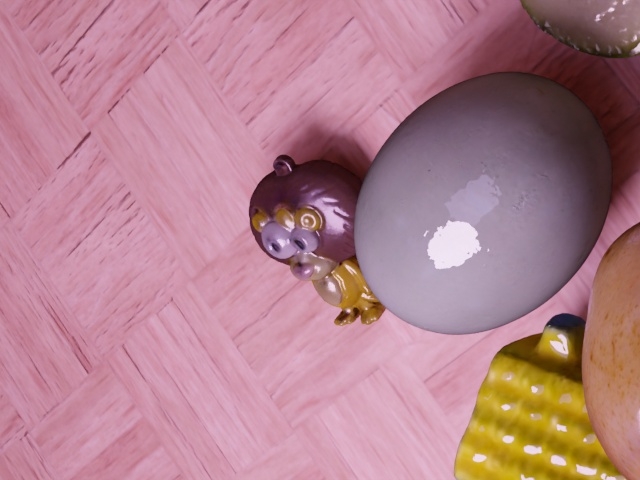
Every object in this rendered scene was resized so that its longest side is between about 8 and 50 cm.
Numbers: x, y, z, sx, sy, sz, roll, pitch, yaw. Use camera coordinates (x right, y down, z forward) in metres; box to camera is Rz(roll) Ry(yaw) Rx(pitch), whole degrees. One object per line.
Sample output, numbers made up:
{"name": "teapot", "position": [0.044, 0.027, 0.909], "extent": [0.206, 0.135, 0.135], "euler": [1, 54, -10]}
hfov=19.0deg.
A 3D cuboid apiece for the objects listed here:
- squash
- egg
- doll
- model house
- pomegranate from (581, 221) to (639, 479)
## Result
{"name": "squash", "position": [0.242, -0.263, 1.595], "extent": [0.219, 0.041, 0.219], "euler": [17, 119, 34]}
{"name": "egg", "position": [0.141, -0.030, 1.674], "extent": [0.203, 0.203, 0.283], "euler": [49, 137, 13]}
{"name": "doll", "position": [0.007, 0.000, 1.883], "extent": [0.188, 0.096, 0.145], "euler": [50, 141, -1]}
{"name": "model house", "position": [0.251, 0.229, 1.698], "extent": [0.237, 0.215, 0.303], "euler": [18, 116, 35]}
{"name": "pomegranate", "position": [0.348, 0.083, 1.426], "extent": [0.319, 0.319, 0.319], "euler": [18, 120, 34]}
